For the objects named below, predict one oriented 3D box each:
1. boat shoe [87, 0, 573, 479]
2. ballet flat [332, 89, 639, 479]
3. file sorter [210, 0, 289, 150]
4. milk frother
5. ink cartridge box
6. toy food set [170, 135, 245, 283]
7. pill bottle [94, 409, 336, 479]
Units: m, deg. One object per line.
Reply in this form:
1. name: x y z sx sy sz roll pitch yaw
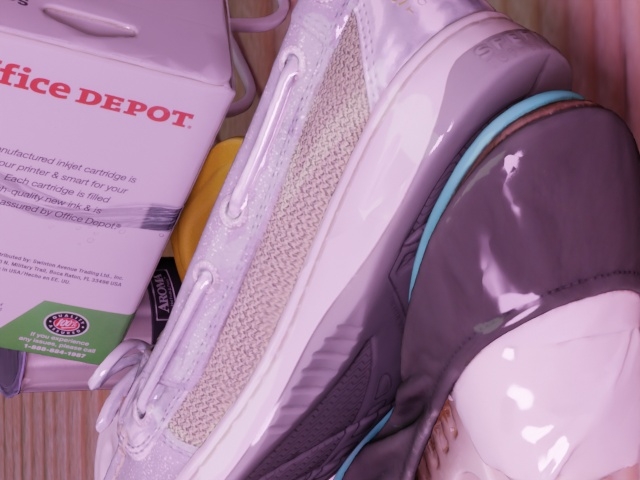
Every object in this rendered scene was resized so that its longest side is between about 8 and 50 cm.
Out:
1. boat shoe: -0.017 0.023 0.672 0.103 0.118 0.320 46 128 23
2. ballet flat: 0.075 0.067 0.626 0.096 0.095 0.280 60 153 30
3. file sorter: -0.118 -0.174 0.906 0.173 0.192 0.278 65 145 38
4. milk frother: -0.138 0.059 1.010 0.129 0.134 0.143 -116 36 -44
5. ink cartridge box: -0.147 -0.044 0.827 0.087 0.153 0.208 -97 28 -45
6. toy food set: 0.000 0.000 0.811 0.128 0.071 0.218 61 152 4
7. pill bottle: -0.050 0.118 0.838 0.067 0.120 0.067 180 90 -64
